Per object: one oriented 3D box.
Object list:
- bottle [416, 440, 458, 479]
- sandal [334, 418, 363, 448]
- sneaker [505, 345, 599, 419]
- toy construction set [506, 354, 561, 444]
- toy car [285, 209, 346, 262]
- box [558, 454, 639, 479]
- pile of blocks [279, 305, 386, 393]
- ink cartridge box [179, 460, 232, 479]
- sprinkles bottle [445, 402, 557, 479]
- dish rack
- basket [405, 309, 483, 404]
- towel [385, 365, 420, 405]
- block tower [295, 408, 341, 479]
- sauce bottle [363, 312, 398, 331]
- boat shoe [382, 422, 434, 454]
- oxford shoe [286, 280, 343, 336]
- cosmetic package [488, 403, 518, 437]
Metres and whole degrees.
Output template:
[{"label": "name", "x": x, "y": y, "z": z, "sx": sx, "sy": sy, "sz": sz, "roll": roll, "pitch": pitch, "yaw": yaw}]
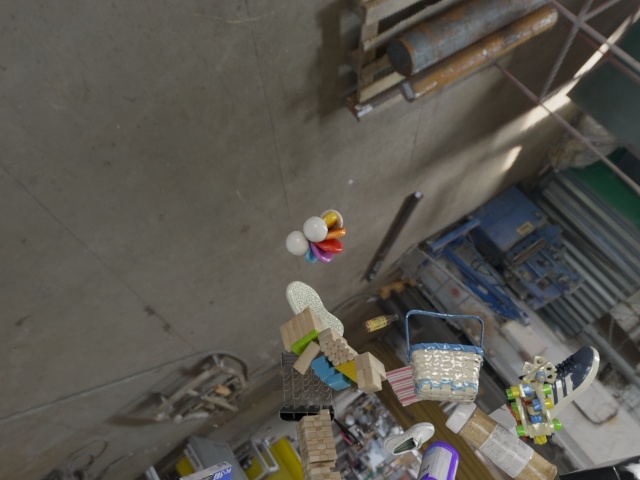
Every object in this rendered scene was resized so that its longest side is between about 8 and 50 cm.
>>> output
[{"label": "bottle", "x": 0.295, "y": 0.666, "z": 1.370, "sx": 0.283, "sy": 0.092, "sz": 0.118, "roll": -43, "pitch": 158, "yaw": -58}, {"label": "sandal", "x": 0.105, "y": 0.781, "z": 2.071, "sx": 0.040, "sy": 0.179, "sz": 0.067, "roll": -44, "pitch": 134, "yaw": -17}, {"label": "sneaker", "x": 0.757, "y": 0.465, "z": 1.711, "sx": 0.350, "sy": 0.148, "sz": 0.131, "roll": -51, "pitch": -179, "yaw": 6}, {"label": "toy construction set", "x": 0.631, "y": 0.475, "z": 1.546, "sx": 0.151, "sy": 0.215, "sz": 0.328, "roll": -15, "pitch": -179, "yaw": 27}, {"label": "toy car", "x": 0.000, "y": 0.000, "z": 1.545, "sx": 0.182, "sy": 0.136, "sz": 0.159, "roll": -37, "pitch": 176, "yaw": 33}, {"label": "box", "x": 0.859, "y": 0.695, "z": 1.498, "sx": 0.261, "sy": 0.103, "sz": 0.184, "roll": 4, "pitch": 147, "yaw": -32}, {"label": "pile of blocks", "x": 0.032, "y": 0.311, "z": 1.335, "sx": 0.149, "sy": 0.362, "sz": 0.112, "roll": -51, "pitch": 130, "yaw": -8}, {"label": "ink cartridge box", "x": -0.405, "y": 0.857, "z": 1.812, "sx": 0.207, "sy": 0.046, "sz": 0.097, "roll": 6, "pitch": 93, "yaw": -54}, {"label": "sprinkles bottle", "x": 0.596, "y": 0.683, "z": 1.725, "sx": 0.121, "sy": 0.355, "sz": 0.121, "roll": -44, "pitch": 157, "yaw": -24}, {"label": "dish rack", "x": -0.052, "y": 0.531, "z": 1.915, "sx": 0.208, "sy": 0.271, "sz": 0.074, "roll": -1, "pitch": -171, "yaw": 4}, {"label": "basket", "x": 0.395, "y": 0.368, "z": 1.668, "sx": 0.255, "sy": 0.289, "sz": 0.201, "roll": 5, "pitch": 152, "yaw": 9}, {"label": "towel", "x": 0.376, "y": 0.625, "z": 2.235, "sx": 0.144, "sy": 0.197, "sz": 0.029, "roll": -10, "pitch": 120, "yaw": -15}, {"label": "block tower", "x": 0.000, "y": 0.694, "z": 1.563, "sx": 0.097, "sy": 0.335, "sz": 0.091, "roll": 4, "pitch": 144, "yaw": -20}, {"label": "sauce bottle", "x": 0.221, "y": 0.296, "z": 1.884, "sx": 0.128, "sy": 0.042, "sz": 0.042, "roll": -20, "pitch": 153, "yaw": -14}, {"label": "boat shoe", "x": 0.349, "y": 0.765, "z": 1.964, "sx": 0.226, "sy": 0.083, "sz": 0.076, "roll": -15, "pitch": -166, "yaw": -21}, {"label": "oxford shoe", "x": -0.049, "y": 0.367, "z": 2.607, "sx": 0.449, "sy": 0.130, "sz": 0.169, "roll": 49, "pitch": 58, "yaw": -35}, {"label": "cosmetic package", "x": 0.803, "y": 0.777, "z": 2.210, "sx": 0.231, "sy": 0.117, "sz": 0.085, "roll": -7, "pitch": 109, "yaw": -44}]
